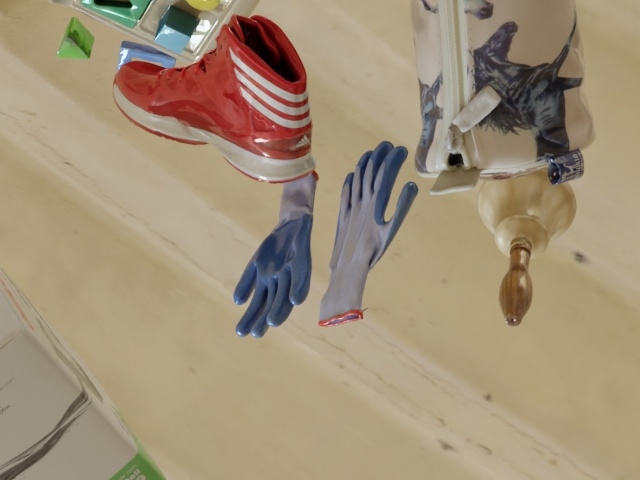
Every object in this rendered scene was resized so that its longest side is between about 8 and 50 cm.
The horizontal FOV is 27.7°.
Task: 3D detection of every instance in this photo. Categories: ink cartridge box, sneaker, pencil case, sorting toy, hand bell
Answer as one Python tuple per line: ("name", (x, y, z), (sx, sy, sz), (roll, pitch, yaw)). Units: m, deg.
("ink cartridge box", (-0.288, 0.129, 1.190), (0.121, 0.211, 0.289), (-38, -40, -8))
("sneaker", (-0.087, -0.144, 1.097), (0.087, 0.221, 0.128), (-32, -43, -45))
("pencil case", (0.135, -0.249, 1.108), (0.160, 0.183, 0.410), (-3, -74, 22))
("sorting toy", (-0.161, -0.254, 1.319), (0.196, 0.348, 0.047), (20, -128, -19))
("hand bell", (0.239, 0.022, 1.566), (0.126, 0.242, 0.126), (7, -53, 10))

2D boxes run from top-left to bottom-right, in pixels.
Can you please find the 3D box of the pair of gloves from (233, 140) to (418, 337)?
("pair of gloves", (0.000, 0.000, 1.034), (0.023, 0.198, 0.159), (29, -117, -31))
